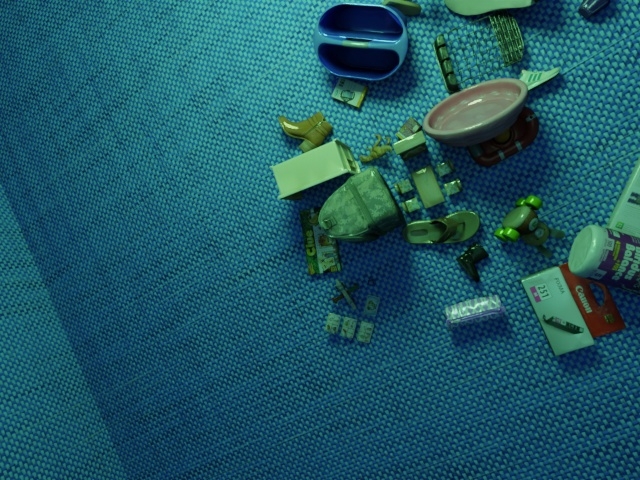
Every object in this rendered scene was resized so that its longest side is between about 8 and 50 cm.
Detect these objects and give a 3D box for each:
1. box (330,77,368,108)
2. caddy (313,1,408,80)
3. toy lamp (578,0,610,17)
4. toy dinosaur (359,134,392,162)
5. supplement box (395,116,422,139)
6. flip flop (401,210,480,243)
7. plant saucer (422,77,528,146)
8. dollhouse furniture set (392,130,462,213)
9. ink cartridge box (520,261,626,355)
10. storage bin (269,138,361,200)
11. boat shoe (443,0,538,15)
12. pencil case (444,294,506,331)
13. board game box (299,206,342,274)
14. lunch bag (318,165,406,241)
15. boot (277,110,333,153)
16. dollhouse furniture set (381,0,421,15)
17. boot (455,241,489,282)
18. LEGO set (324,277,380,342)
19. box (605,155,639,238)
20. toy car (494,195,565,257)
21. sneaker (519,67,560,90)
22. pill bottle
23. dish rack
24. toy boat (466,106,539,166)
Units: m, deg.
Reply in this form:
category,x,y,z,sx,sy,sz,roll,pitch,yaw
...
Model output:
category,x,y,z,sx,sy,sz,roll,pitch,yaw
box,0.106,-0.566,1.680,0.136,0.028,0.081,27,100,17
caddy,0.145,-0.698,1.540,0.340,0.179,0.242,13,126,17
toy lamp,0.937,-0.824,1.380,0.275,0.080,0.080,-45,79,12
toy dinosaur,0.224,-0.331,1.605,0.064,0.211,0.113,21,76,-25
supplement box,0.323,-0.400,1.608,0.055,0.043,0.083,44,105,12
flip flop,0.426,-0.040,1.570,0.276,0.080,0.113,-6,90,18
plant saucer,0.505,-0.409,1.439,0.331,0.332,0.084,-20,122,17
dollhouse furniture set,0.355,-0.237,1.542,0.212,0.161,0.242,-23,85,17
ink cartridge box,0.838,0.213,1.461,0.238,0.060,0.275,-25,85,18
storage bin,-0.009,-0.247,1.606,0.262,0.260,0.123,-20,87,17
boat shoe,0.596,-0.840,1.477,0.340,0.158,0.127,25,138,37
pencil case,0.535,0.251,1.544,0.205,0.088,0.087,-21,88,16
board game box,0.000,0.000,1.735,0.136,0.030,0.260,-10,89,20
lunch bag,0.140,-0.094,1.548,0.255,0.305,0.213,-27,81,13
boot,-0.057,-0.450,1.715,0.152,0.073,0.197,-43,92,16
dollhouse furniture set,0.398,-0.994,1.433,0.256,0.394,0.363,1,92,-20
boot,0.550,0.075,1.556,0.099,0.045,0.121,-40,80,12
LEGO set,0.130,0.254,1.707,0.182,0.060,0.245,14,98,4
box,1.082,-0.142,1.372,0.232,0.058,0.322,24,100,15
toy car,0.709,-0.030,1.458,0.188,0.149,0.155,35,92,2
sneaker,0.710,-0.547,1.471,0.161,0.057,0.076,-26,90,20
pill bottle,0.953,0.072,1.355,0.301,0.169,0.170,18,97,10
dish rack,0.543,-0.655,1.516,0.271,0.074,0.209,-17,88,16
toy boat,0.605,-0.354,1.463,0.231,0.151,0.151,-29,84,17
